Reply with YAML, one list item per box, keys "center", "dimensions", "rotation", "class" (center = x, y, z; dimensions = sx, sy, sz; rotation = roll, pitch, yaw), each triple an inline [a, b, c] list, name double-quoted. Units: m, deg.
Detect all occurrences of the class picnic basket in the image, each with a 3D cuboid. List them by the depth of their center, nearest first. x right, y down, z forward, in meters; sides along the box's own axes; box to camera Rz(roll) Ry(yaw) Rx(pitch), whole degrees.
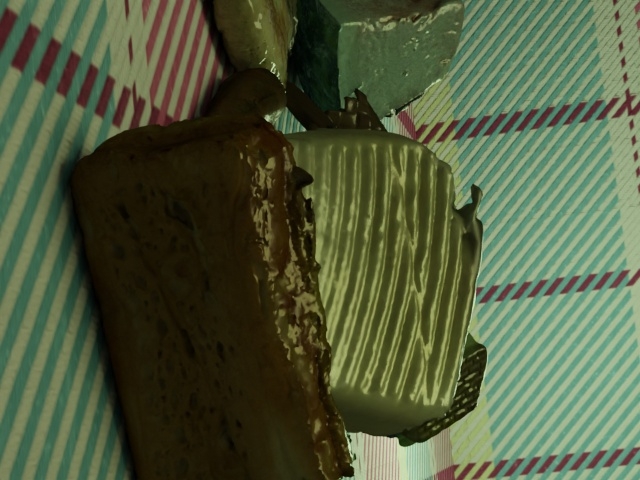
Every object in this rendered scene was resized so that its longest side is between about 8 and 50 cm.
- center: [0.001, -0.150, 1.825]
  dimensions: [0.178, 0.138, 0.128]
  rotation: [50, -7, 4]
  class: "picnic basket"

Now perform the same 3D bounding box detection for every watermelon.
- center: [0.084, -0.295, 1.998]
  dimensions: [0.387, 0.258, 0.228]
  rotation: [-78, 152, -77]
  class: "watermelon"

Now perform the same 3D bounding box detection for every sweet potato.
- center: [-0.088, -0.130, 1.481]
  dimensions: [0.273, 0.075, 0.075]
  rotation: [-67, 148, -67]
  class: "sweet potato"

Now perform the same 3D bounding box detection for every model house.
- center: [0.098, 0.150, 1.692]
  dimensions: [0.189, 0.195, 0.214]
  rotation: [58, -33, 7]
  class: "model house"

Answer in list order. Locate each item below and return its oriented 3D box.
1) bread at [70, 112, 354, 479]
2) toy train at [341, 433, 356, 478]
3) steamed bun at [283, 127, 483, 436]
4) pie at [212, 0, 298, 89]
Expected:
- center: [-0.072, 0.092, 1.090]
  dimensions: [0.109, 0.185, 0.380]
  rotation: [-53, 135, -66]
  class: "bread"
- center: [-0.021, 0.175, 1.619]
  dimensions: [0.119, 0.085, 0.251]
  rotation: [-108, -177, -65]
  class: "toy train"
- center: [-0.028, 0.049, 1.303]
  dimensions: [0.273, 0.272, 0.290]
  rotation: [13, 64, -34]
  class: "steamed bun"
- center: [-0.082, -0.326, 1.645]
  dimensions: [0.337, 0.075, 0.337]
  rotation: [-2, 90, -80]
  class: "pie"
